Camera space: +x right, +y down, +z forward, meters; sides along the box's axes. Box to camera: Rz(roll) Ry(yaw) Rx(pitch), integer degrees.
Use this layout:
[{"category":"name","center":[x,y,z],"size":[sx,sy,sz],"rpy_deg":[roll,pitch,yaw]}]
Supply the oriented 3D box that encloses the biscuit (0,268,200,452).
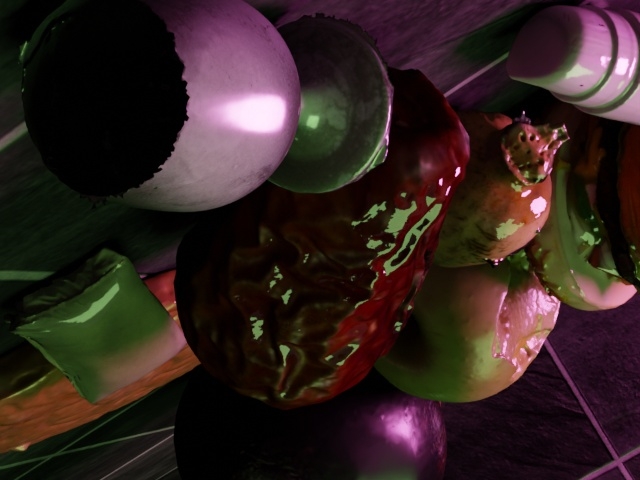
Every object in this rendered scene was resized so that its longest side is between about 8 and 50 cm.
[{"category":"biscuit","center":[-0.213,0.131,1.365],"size":[0.385,0.062,0.365],"rpy_deg":[-28,167,-12]}]

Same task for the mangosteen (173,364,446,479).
[{"category":"mangosteen","center":[-0.002,0.240,1.743],"size":[0.382,0.382,0.435],"rpy_deg":[-42,-158,45]}]

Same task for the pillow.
[{"category":"pillow","center":[-0.196,0.080,1.127],"size":[0.119,0.053,0.208],"rpy_deg":[-27,151,-1]}]

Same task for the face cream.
[{"category":"face cream","center":[0.319,-0.156,1.180],"size":[0.345,0.102,0.102],"rpy_deg":[7,146,-40]}]

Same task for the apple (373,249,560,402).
[{"category":"apple","center":[0.167,0.065,1.543],"size":[0.279,0.279,0.279],"rpy_deg":[-29,168,-6]}]

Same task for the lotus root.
[{"category":"lotus root","center":[0.147,-0.045,1.268],"size":[0.140,0.154,0.257],"rpy_deg":[-31,173,-25]}]

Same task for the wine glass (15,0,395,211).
[{"category":"wine glass","center":[-0.056,-0.079,0.708],"size":[0.126,0.126,0.241],"rpy_deg":[-35,168,23]}]

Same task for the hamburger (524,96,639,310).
[{"category":"hamburger","center":[0.352,-0.055,1.417],"size":[0.225,0.291,0.291],"rpy_deg":[-1,-171,38]}]

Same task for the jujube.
[{"category":"jujube","center":[0.000,0.000,1.013],"size":[0.216,0.216,0.342],"rpy_deg":[-21,160,-36]}]
